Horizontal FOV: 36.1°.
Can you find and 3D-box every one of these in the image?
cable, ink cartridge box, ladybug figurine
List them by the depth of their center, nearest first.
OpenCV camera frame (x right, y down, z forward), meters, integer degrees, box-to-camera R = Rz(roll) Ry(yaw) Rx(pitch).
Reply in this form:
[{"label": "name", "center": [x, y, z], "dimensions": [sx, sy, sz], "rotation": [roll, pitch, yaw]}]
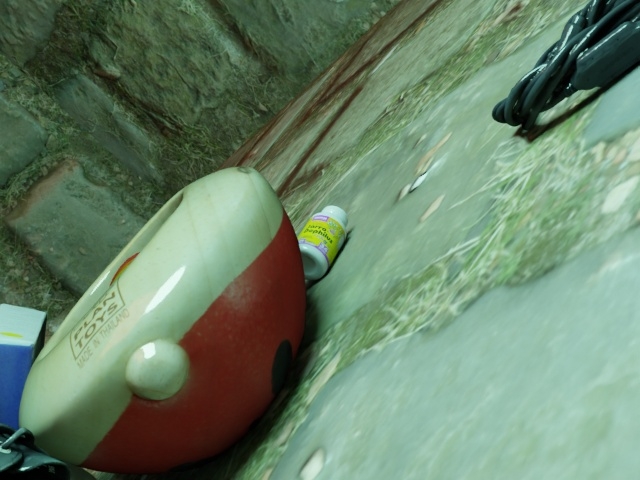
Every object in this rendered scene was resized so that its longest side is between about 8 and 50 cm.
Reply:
[{"label": "cable", "center": [0.206, -0.156, 0.775], "dimensions": [0.184, 0.047, 0.150], "rotation": [-40, 13, 34]}, {"label": "ladybug figurine", "center": [-0.126, 0.080, 0.892], "dimensions": [0.305, 0.162, 0.449], "rotation": [-47, 10, 4]}, {"label": "ink cartridge box", "center": [-0.328, 0.234, 0.981], "dimensions": [0.307, 0.072, 0.303], "rotation": [-161, 80, -75]}]

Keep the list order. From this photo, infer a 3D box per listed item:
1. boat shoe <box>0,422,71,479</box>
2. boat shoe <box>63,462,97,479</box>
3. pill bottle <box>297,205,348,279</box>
[{"label": "boat shoe", "center": [-0.226, 0.187, 0.672], "dimensions": [0.113, 0.127, 0.340], "rotation": [-15, 53, -2]}, {"label": "boat shoe", "center": [-0.301, 0.326, 0.761], "dimensions": [0.158, 0.127, 0.340], "rotation": [-28, 21, 39]}, {"label": "pill bottle", "center": [0.000, 0.000, 1.008], "dimensions": [0.043, 0.043, 0.083], "rotation": [-37, 15, 42]}]
